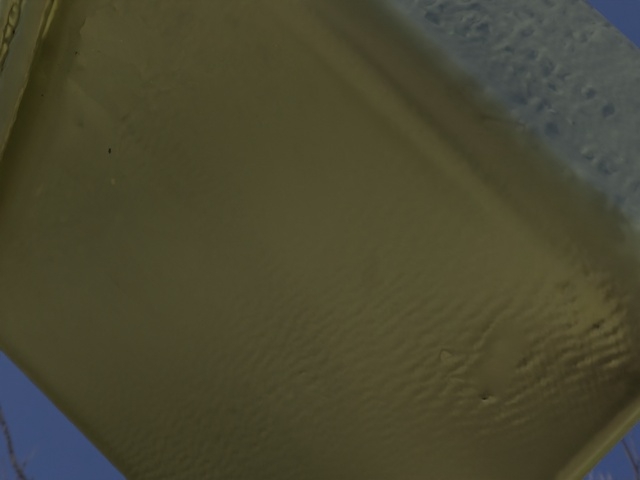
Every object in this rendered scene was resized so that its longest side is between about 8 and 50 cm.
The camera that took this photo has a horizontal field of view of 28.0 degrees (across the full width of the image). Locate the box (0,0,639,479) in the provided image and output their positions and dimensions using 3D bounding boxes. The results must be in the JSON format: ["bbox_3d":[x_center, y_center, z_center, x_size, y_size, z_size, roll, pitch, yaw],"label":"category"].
[{"bbox_3d":[0.000,0.000,0.642,0.344,0.177,0.352,43,-49,14],"label":"box"}]
